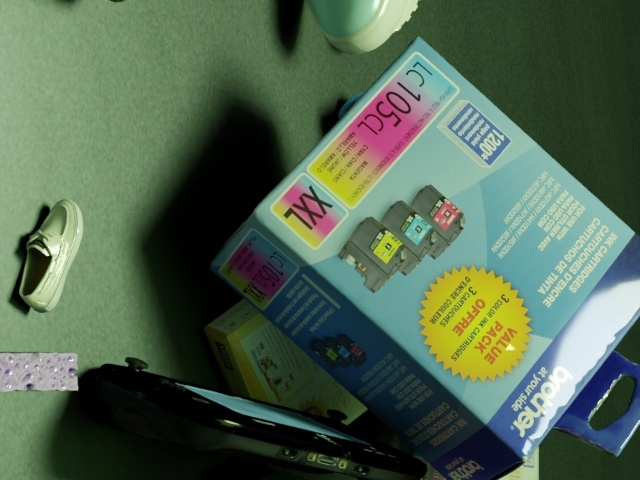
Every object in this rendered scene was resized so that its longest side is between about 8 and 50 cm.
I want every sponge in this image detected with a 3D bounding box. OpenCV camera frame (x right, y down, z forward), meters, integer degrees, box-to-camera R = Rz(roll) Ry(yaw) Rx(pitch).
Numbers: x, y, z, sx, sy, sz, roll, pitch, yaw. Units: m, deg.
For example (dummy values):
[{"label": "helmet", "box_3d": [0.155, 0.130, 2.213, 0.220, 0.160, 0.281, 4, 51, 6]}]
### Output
[{"label": "sponge", "box_3d": [-0.280, 0.094, 1.247, 0.210, 0.117, 0.031, 6, 83, -60]}]

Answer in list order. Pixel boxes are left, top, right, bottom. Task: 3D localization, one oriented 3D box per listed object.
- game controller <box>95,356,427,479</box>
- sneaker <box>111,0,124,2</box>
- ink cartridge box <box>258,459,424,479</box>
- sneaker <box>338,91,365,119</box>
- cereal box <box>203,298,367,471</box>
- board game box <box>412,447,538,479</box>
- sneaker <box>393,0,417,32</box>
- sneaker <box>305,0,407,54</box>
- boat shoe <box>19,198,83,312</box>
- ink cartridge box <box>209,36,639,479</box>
[{"label": "game controller", "box_3d": [-0.047, 0.167, 1.560, 0.319, 0.166, 0.067, 19, 81, -46]}, {"label": "sneaker", "box_3d": [-0.244, -0.245, 1.409, 0.115, 0.105, 0.281, -60, 149, 1]}, {"label": "ink cartridge box", "box_3d": [0.008, 0.296, 1.726, 0.212, 0.093, 0.154, -14, 118, -63]}, {"label": "sneaker", "box_3d": [0.087, -0.116, 1.959, 0.126, 0.091, 0.240, 48, 0, 6]}, {"label": "cereal box", "box_3d": [0.012, 0.094, 1.744, 0.240, 0.047, 0.173, -35, 120, -27]}, {"label": "board game box", "box_3d": [0.193, 0.230, 2.132, 0.242, 0.064, 0.317, 19, 70, -59]}, {"label": "sneaker", "box_3d": [0.065, -0.312, 1.967, 0.095, 0.090, 0.235, 47, 43, -32]}, {"label": "sneaker", "box_3d": [-0.001, -0.376, 1.812, 0.150, 0.135, 0.366, 13, 66, -52]}, {"label": "boat shoe", "box_3d": [-0.225, 0.008, 1.444, 0.035, 0.035, 0.100, 44, 56, -54]}, {"label": "ink cartridge box", "box_3d": [0.139, 0.045, 1.650, 0.395, 0.151, 0.270, 42, 63, -2]}]
